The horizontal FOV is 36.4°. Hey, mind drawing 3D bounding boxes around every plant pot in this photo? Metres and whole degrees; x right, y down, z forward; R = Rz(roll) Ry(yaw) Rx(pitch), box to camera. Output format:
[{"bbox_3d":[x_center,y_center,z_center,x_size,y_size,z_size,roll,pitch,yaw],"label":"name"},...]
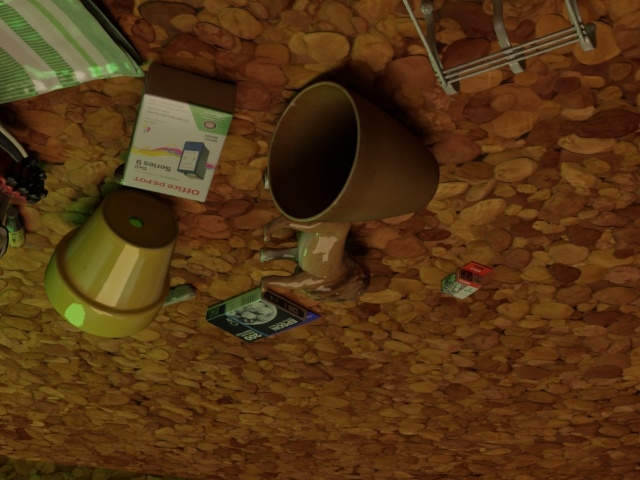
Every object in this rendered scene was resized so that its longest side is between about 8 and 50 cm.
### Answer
[{"bbox_3d":[0.077,-0.129,1.688,0.254,0.237,0.237,12,152,-40],"label":"plant pot"},{"bbox_3d":[-0.411,0.031,1.999,0.254,0.254,0.239,18,131,-21],"label":"plant pot"}]

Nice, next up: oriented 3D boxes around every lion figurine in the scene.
[{"bbox_3d":[0.000,0.000,1.969,0.240,0.142,0.392,0,145,-5],"label":"lion figurine"}]

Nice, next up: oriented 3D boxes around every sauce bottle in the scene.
[{"bbox_3d":[-0.663,-0.028,2.106,0.042,0.042,0.128,8,151,-6],"label":"sauce bottle"}]

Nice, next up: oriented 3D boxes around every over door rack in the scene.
[{"bbox_3d":[0.221,-0.374,1.357,0.239,0.108,0.324,-15,129,30],"label":"over door rack"}]

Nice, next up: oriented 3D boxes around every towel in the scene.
[{"bbox_3d":[-0.481,-0.311,1.581,0.325,0.038,0.248,-6,155,18],"label":"towel"}]

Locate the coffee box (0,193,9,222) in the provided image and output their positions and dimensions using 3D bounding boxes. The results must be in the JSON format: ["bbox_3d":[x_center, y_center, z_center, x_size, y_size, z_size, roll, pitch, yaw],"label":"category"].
[{"bbox_3d":[-0.742,-0.019,2.038,0.098,0.141,0.246,22,145,-25],"label":"coffee box"}]

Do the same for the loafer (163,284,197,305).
[{"bbox_3d":[-0.356,0.137,2.341,0.125,0.045,0.039,-13,152,22],"label":"loafer"}]

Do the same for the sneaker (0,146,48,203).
[{"bbox_3d":[-0.648,-0.152,1.845,0.135,0.097,0.276,-18,140,33],"label":"sneaker"}]

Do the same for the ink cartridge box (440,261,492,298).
[{"bbox_3d":[0.326,0.090,2.172,0.063,0.029,0.115,19,147,-22],"label":"ink cartridge box"}]

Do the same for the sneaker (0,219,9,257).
[{"bbox_3d":[-0.671,-0.068,1.756,0.169,0.257,0.447,19,113,2],"label":"sneaker"}]

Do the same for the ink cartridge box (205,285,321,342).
[{"bbox_3d":[-0.141,0.195,2.403,0.206,0.045,0.208,-24,140,38],"label":"ink cartridge box"}]

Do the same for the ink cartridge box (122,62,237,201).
[{"bbox_3d":[-0.247,-0.183,1.693,0.154,0.093,0.212,13,134,-14],"label":"ink cartridge box"}]

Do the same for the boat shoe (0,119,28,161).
[{"bbox_3d":[-0.622,-0.211,1.735,0.079,0.084,0.233,-47,133,-3],"label":"boat shoe"}]

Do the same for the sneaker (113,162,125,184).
[{"bbox_3d":[-0.316,-0.160,1.833,0.188,0.066,0.071,-13,128,19],"label":"sneaker"}]
